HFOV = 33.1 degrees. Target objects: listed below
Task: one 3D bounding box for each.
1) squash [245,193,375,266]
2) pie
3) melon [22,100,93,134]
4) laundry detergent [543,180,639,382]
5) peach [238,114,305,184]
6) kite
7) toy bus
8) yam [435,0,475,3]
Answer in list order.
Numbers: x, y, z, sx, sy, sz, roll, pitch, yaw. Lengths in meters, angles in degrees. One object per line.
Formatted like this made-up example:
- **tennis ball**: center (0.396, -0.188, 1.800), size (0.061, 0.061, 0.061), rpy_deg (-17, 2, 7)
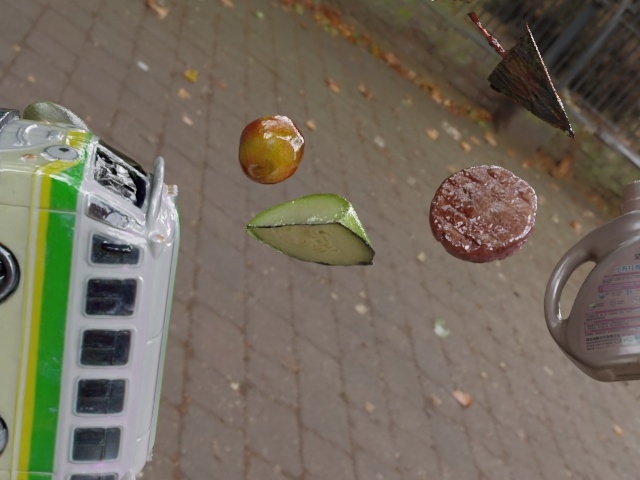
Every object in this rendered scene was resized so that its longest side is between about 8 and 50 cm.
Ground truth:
- **squash**: center (0.003, -0.024, 1.708), size (0.192, 0.085, 0.184), rpy_deg (0, -21, 30)
- **pie**: center (0.267, -0.046, 1.781), size (0.182, 0.182, 0.049), rpy_deg (51, -9, 31)
- **melon**: center (-0.471, -0.190, 1.949), size (0.162, 0.099, 0.099), rpy_deg (44, 18, 10)
- **laundry detergent**: center (0.350, 0.047, 1.283), size (0.076, 0.171, 0.237), rpy_deg (44, 42, -56)
- **peach**: center (-0.067, -0.128, 1.533), size (0.101, 0.101, 0.101), rpy_deg (36, 18, -14)
- **kite**: center (0.232, -0.191, 1.229), size (0.189, 0.009, 0.232), rpy_deg (49, -6, 0)
- **toy bus**: center (-0.214, 0.057, 0.894), size (0.179, 0.305, 0.143), rpy_deg (6, 20, -9)
- **yam**: center (0.104, -0.387, 1.342), size (0.238, 0.129, 0.128), rpy_deg (16, 49, -30)
